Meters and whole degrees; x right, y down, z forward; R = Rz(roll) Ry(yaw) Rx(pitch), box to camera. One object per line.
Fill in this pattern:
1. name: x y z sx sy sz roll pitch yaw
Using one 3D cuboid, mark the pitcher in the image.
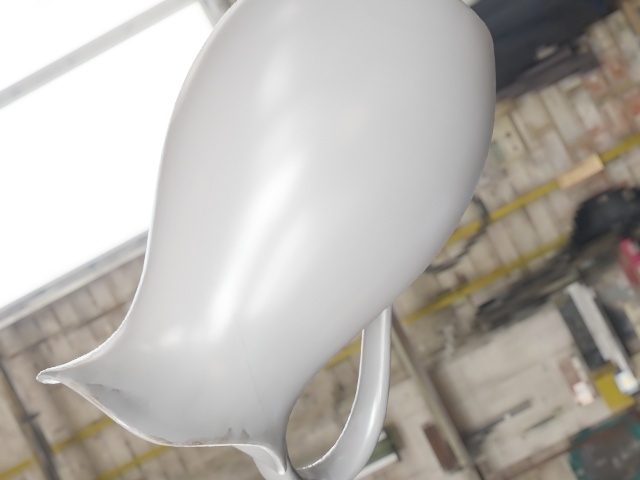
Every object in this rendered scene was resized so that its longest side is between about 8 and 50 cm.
1. pitcher: 0.000 0.000 0.671 0.125 0.207 0.178 22 171 38
